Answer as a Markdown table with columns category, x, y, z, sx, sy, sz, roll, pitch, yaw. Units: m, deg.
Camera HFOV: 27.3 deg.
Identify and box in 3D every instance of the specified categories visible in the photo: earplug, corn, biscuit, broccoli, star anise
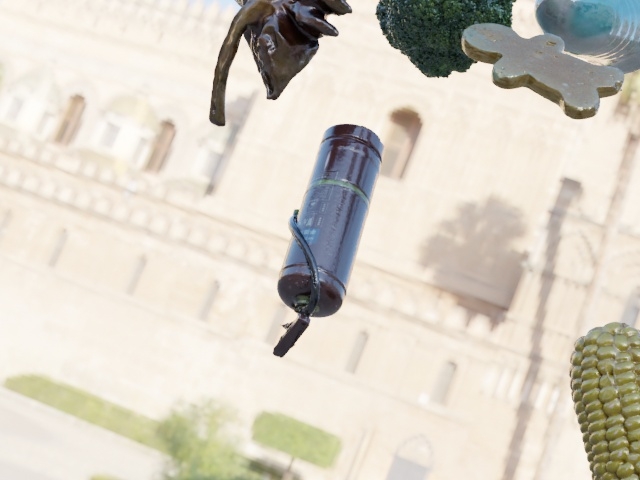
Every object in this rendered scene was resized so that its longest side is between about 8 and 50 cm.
| category | x | y | z | sx | sy | sz | roll | pitch | yaw |
| --- | --- | --- | --- | --- | --- | --- | --- | --- | --- |
| earplug | 0.466 | -0.394 | 2.305 | 0.185 | 0.185 | 0.324 | 15 | 10 | 33 |
| corn | 0.275 | 0.211 | 1.065 | 0.106 | 0.305 | 0.106 | -12 | -24 | -5 |
| biscuit | 0.295 | -0.238 | 1.800 | 0.234 | 0.153 | 0.030 | 28 | -48 | 26 |
| broccoli | 0.201 | -0.385 | 2.037 | 0.269 | 0.262 | 0.241 | -14 | 0 | 34 |
| star anise | -0.049 | -0.336 | 1.874 | 0.109 | 0.292 | 0.349 | 34 | -56 | -29 |

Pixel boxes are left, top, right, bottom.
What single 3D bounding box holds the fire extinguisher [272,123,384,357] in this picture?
| category | x | y | z | sx | sy | sz | roll | pitch | yaw |
| --- | --- | --- | --- | --- | --- | --- | --- | --- | --- |
| fire extinguisher | 0.000 | 0.000 | 1.823 | 0.105 | 0.341 | 0.141 | 23 | -34 | -8 |
